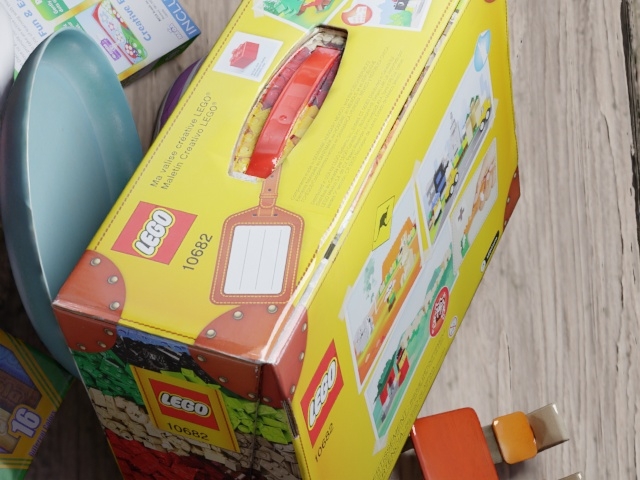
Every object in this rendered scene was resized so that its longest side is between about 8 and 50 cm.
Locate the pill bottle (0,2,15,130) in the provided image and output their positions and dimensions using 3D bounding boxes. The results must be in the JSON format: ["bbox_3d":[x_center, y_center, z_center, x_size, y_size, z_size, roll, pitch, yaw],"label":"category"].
[{"bbox_3d":[-0.481,-0.137,1.539,0.408,0.229,0.229,10,66,-25],"label":"pill bottle"}]

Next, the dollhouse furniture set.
[{"bbox_3d":[0.154,0.290,1.780,0.262,0.135,0.259,-11,77,-32],"label":"dollhouse furniture set"}]

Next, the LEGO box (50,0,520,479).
[{"bbox_3d":[0.000,0.000,1.644,0.193,0.372,0.500,14,55,21],"label":"LEGO box"}]

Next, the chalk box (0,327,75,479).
[{"bbox_3d":[-0.344,0.127,1.570,0.213,0.132,0.132,34,59,-15],"label":"chalk box"}]

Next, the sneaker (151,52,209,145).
[{"bbox_3d":[-0.109,-0.063,1.759,0.102,0.161,0.282,15,66,-25],"label":"sneaker"}]

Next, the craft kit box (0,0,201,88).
[{"bbox_3d":[-0.282,-0.238,1.795,0.247,0.061,0.250,-36,90,-37],"label":"craft kit box"}]

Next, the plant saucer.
[{"bbox_3d":[-0.209,-0.024,1.586,0.044,0.317,0.317,-8,70,11],"label":"plant saucer"}]
